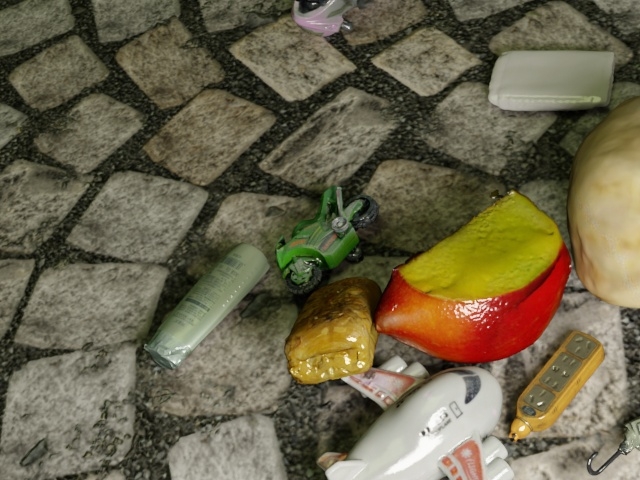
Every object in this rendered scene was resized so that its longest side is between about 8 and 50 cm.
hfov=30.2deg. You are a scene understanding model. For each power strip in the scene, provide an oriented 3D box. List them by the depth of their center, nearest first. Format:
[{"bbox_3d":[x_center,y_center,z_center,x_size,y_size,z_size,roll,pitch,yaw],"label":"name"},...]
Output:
[{"bbox_3d":[0.287,0.180,1.460,0.049,0.028,0.178,29,64,33],"label":"power strip"}]

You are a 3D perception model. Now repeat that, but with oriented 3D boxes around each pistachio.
[{"bbox_3d":[0.417,-0.046,1.492,0.238,0.229,0.321,-33,29,34],"label":"pistachio"}]

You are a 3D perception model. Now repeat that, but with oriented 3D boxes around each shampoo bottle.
[{"bbox_3d":[-0.157,0.090,1.657,0.072,0.049,0.212,27,61,29],"label":"shampoo bottle"}]

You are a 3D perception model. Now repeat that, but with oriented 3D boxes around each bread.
[{"bbox_3d":[0.021,0.109,1.508,0.114,0.083,0.211,-16,11,11],"label":"bread"}]

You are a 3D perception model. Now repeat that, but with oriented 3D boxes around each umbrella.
[{"bbox_3d":[0.409,0.202,1.409,0.269,0.044,0.044,-32,23,-23],"label":"umbrella"}]

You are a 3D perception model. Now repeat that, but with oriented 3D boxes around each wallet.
[{"bbox_3d":[0.351,-0.242,1.802,0.183,0.032,0.124,2,51,21],"label":"wallet"}]

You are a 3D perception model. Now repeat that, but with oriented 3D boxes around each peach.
[{"bbox_3d":[0.200,0.076,1.482,0.267,0.158,0.154,-32,44,-28],"label":"peach"}]

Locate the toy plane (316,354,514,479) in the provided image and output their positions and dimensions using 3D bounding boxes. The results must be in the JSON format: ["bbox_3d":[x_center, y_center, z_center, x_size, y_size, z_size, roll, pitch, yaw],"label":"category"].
[{"bbox_3d":[0.111,0.235,1.410,0.252,0.118,0.252,-7,49,8],"label":"toy plane"}]

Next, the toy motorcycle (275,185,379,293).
[{"bbox_3d":[0.000,0.000,1.680,0.106,0.074,0.190,19,58,39],"label":"toy motorcycle"}]

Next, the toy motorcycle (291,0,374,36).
[{"bbox_3d":[0.052,-0.459,2.002,0.143,0.188,0.327,36,52,26],"label":"toy motorcycle"}]
